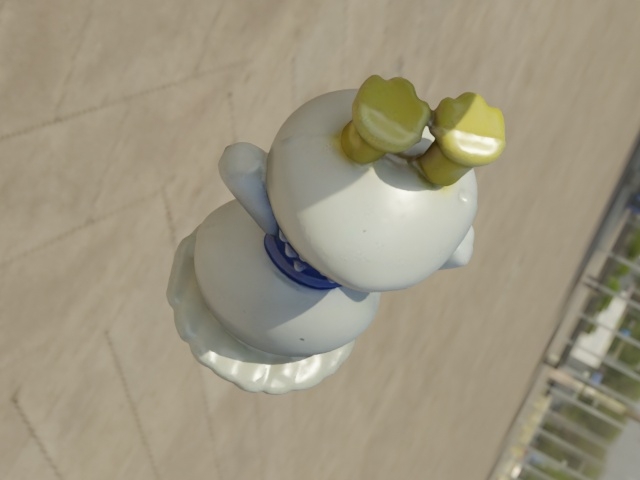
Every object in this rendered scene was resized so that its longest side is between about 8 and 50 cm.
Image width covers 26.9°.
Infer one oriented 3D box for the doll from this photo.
[{"bbox_3d":[0.000,0.000,0.706,0.293,0.138,0.119,130,-28,-59],"label":"doll"}]
